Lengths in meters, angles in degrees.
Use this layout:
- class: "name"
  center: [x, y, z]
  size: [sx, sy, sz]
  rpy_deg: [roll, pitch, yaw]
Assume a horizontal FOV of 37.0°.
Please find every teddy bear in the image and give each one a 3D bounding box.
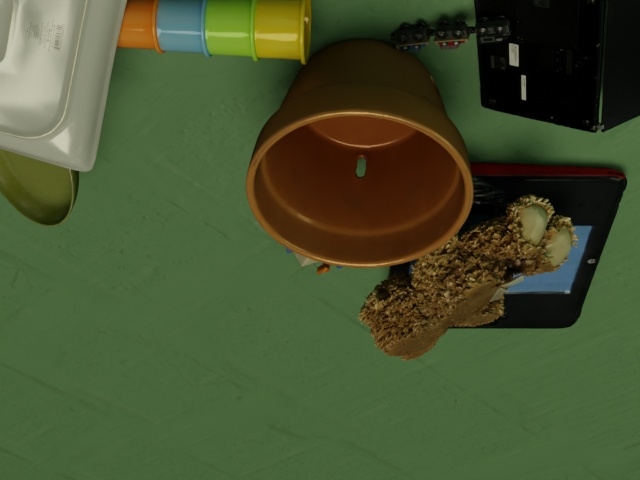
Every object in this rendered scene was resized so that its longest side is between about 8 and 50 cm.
- class: "teddy bear"
  center: [0.213, 0.044, 1.408]
  size: [0.245, 0.113, 0.338]
  rpy_deg: [7, 139, -41]

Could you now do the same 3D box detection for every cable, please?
- class: "cable"
  center: [0.204, -0.034, 1.415]
  size: [0.185, 0.047, 0.150]
  rpy_deg: [26, 134, -26]

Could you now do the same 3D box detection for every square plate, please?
- class: "square plate"
  center: [-0.418, -0.275, 1.165]
  size: [0.344, 0.049, 0.347]
  rpy_deg: [15, 113, -7]

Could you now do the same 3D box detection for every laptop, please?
- class: "laptop"
  center: [0.348, -0.270, 1.236]
  size: [0.264, 0.136, 0.234]
  rpy_deg: [17, 145, 26]

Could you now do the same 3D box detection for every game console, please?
- class: "game console"
  center: [0.284, 0.022, 1.551]
  size: [0.342, 0.060, 0.386]
  rpy_deg: [4, 140, 2]

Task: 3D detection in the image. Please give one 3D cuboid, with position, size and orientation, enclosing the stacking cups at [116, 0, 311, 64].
- class: "stacking cups"
  center: [-0.172, -0.280, 1.218]
  size: [0.316, 0.096, 0.096]
  rpy_deg: [4, 140, 3]

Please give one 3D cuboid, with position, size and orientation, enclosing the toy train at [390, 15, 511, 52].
- class: "toy train"
  center: [0.167, -0.264, 1.231]
  size: [0.158, 0.027, 0.036]
  rpy_deg: [1, 149, 25]

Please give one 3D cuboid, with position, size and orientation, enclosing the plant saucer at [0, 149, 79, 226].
- class: "plant saucer"
  center: [-0.421, -0.135, 1.374]
  size: [0.241, 0.037, 0.241]
  rpy_deg: [24, 131, 31]

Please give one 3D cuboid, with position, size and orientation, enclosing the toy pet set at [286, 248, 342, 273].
- class: "toy pet set"
  center: [0.000, 0.000, 1.571]
  size: [0.114, 0.065, 0.122]
  rpy_deg: [-15, 154, -33]

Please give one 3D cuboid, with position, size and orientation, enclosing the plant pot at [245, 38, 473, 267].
- class: "plant pot"
  center: [0.055, -0.131, 1.282]
  size: [0.291, 0.203, 0.290]
  rpy_deg: [3, 140, 2]
